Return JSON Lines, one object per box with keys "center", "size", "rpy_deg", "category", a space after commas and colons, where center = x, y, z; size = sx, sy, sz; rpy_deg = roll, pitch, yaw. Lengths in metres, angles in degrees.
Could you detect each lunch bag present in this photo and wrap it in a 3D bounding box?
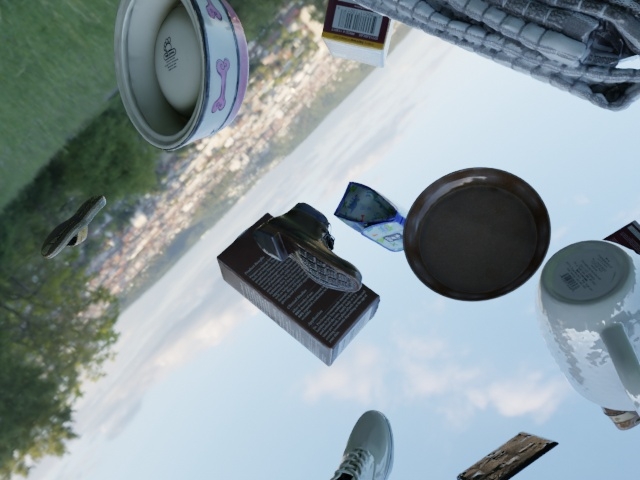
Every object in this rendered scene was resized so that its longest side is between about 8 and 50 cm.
{"center": [0.124, -0.039, 1.006], "size": [0.151, 0.129, 0.096], "rpy_deg": [21, -95, 46], "category": "lunch bag"}

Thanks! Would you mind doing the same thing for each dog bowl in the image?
{"center": [-0.335, -0.429, 1.271], "size": [0.150, 0.407, 0.408], "rpy_deg": [-17, 167, -44], "category": "dog bowl"}

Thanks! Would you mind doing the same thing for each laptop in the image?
{"center": [0.502, 0.632, 1.402], "size": [0.234, 0.136, 0.264], "rpy_deg": [-28, 175, -14], "category": "laptop"}

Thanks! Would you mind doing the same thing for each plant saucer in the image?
{"center": [0.183, -0.006, 0.624], "size": [0.168, 0.168, 0.029], "rpy_deg": [-45, 149, 5], "category": "plant saucer"}

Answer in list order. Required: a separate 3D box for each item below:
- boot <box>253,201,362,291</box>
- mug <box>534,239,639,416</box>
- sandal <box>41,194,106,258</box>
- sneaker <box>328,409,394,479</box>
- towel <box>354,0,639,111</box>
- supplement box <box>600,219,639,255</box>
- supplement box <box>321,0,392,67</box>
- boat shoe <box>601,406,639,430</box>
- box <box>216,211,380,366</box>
{"center": [0.000, 0.000, 0.849], "size": [0.219, 0.082, 0.106], "rpy_deg": [27, -123, 32], "category": "boot"}
{"center": [0.608, 0.195, 1.088], "size": [0.276, 0.328, 0.374], "rpy_deg": [-25, -144, 23], "category": "mug"}
{"center": [-0.531, -0.024, 1.149], "size": [0.072, 0.049, 0.180], "rpy_deg": [25, -111, 45], "category": "sandal"}
{"center": [0.064, 0.411, 0.907], "size": [0.094, 0.091, 0.258], "rpy_deg": [5, -127, 24], "category": "sneaker"}
{"center": [0.185, -0.232, 0.499], "size": [0.235, 0.284, 0.121], "rpy_deg": [-28, 145, -58], "category": "towel"}
{"center": [0.838, 0.064, 1.507], "size": [0.240, 0.130, 0.073], "rpy_deg": [-33, 147, 7], "category": "supplement box"}
{"center": [0.068, -0.359, 0.898], "size": [0.188, 0.104, 0.080], "rpy_deg": [-58, 161, -78], "category": "supplement box"}
{"center": [0.851, 0.395, 1.375], "size": [0.325, 0.116, 0.123], "rpy_deg": [-17, 172, -24], "category": "boat shoe"}
{"center": [-0.060, 0.120, 1.336], "size": [0.191, 0.381, 0.143], "rpy_deg": [-44, 160, -24], "category": "box"}
